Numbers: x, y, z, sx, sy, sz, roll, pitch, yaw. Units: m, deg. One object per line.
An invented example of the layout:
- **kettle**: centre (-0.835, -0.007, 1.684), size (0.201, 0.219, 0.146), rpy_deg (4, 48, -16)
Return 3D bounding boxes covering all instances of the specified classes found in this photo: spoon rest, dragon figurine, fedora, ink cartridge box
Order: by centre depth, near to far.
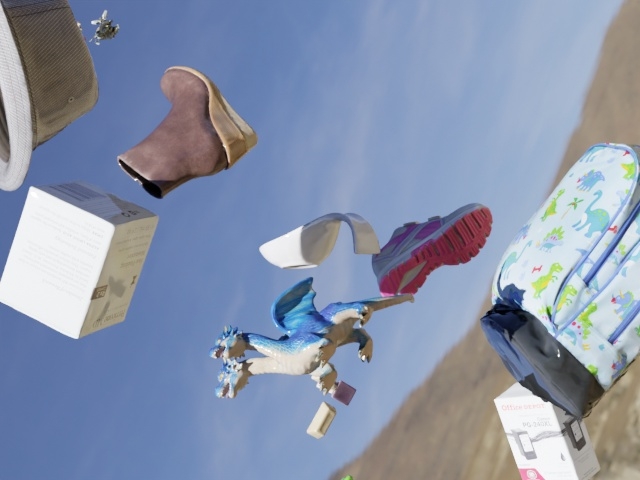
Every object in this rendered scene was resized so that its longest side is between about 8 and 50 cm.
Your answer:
- **fedora**: centre (-0.325, -0.194, 1.535), size (0.124, 0.244, 0.275), rpy_deg (-18, -27, -22)
- **dragon figurine**: centre (-0.011, 0.106, 1.722), size (0.289, 0.144, 0.085), rpy_deg (-39, -43, -35)
- **ink cartridge box**: centre (0.338, 0.288, 2.060), size (0.063, 0.109, 0.151), rpy_deg (-27, -81, -41)
- **spoon rest**: centre (0.000, 0.000, 2.453), size (0.137, 0.276, 0.084), rpy_deg (1, -97, -37)

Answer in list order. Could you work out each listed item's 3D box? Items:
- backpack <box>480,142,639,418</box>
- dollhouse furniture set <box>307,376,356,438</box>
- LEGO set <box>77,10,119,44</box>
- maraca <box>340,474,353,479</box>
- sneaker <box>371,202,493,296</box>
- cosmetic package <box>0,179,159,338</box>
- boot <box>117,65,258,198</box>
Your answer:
- **backpack**: centre (0.392, 0.037, 1.915), size (0.355, 0.273, 0.290), rpy_deg (-36, 11, -3)
- **dollhouse furniture set**: centre (-0.012, 0.295, 2.532), size (0.114, 0.091, 0.081), rpy_deg (-61, 30, -7)
- **LEGO set**: centre (-0.321, -0.302, 2.000), size (0.083, 0.023, 0.054), rpy_deg (-32, -33, -33)
- **maraca**: centre (-0.007, 0.421, 2.091), size (0.127, 0.099, 0.185), rpy_deg (-43, 0, 31)
- **sneaker**: centre (0.193, 0.001, 2.490), size (0.252, 0.111, 0.103), rpy_deg (-30, -50, -9)
- **cosmetic package**: centre (-0.361, 0.024, 2.054), size (0.151, 0.151, 0.184), rpy_deg (-20, -48, -69)
- **boot**: centre (-0.248, -0.183, 2.257), size (0.206, 0.248, 0.090), rpy_deg (-29, -38, -26)
